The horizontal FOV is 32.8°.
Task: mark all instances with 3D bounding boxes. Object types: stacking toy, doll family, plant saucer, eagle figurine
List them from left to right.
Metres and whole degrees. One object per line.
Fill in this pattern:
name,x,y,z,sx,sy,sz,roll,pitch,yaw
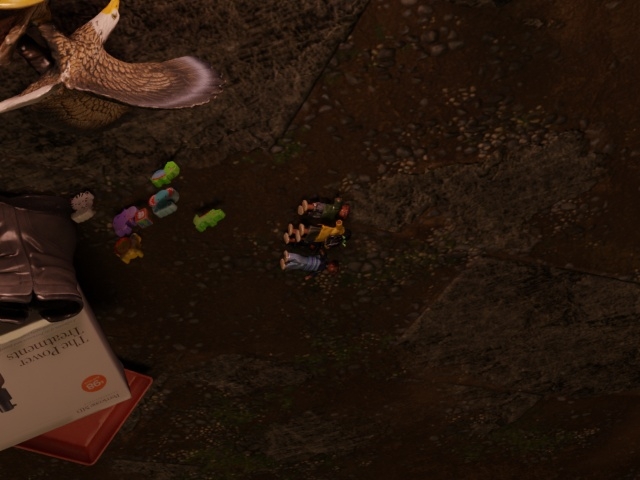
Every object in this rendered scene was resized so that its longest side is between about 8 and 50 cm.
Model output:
plant saucer,-0.530,0.343,2.304,0.258,0.048,0.259,25,107,-37
eagle figurine,-0.312,-0.234,1.526,0.225,0.226,0.298,-45,128,12
stacking toy,-0.302,-0.052,1.887,0.221,0.052,0.167,-22,143,15
doll family,0.000,0.000,1.999,0.111,0.076,0.193,4,147,-23

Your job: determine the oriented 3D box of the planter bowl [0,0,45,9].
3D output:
planter bowl,-0.397,-0.403,1.346,0.217,0.090,0.217,-8,134,-8

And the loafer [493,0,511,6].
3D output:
loafer,0.208,-0.390,1.508,0.223,0.076,0.078,23,126,-40

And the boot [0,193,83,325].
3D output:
boot,-0.560,0.025,1.785,0.338,0.222,0.118,1,143,-13

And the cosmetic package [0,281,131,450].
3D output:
cosmetic package,-0.562,0.240,1.935,0.377,0.097,0.284,-22,138,-6
